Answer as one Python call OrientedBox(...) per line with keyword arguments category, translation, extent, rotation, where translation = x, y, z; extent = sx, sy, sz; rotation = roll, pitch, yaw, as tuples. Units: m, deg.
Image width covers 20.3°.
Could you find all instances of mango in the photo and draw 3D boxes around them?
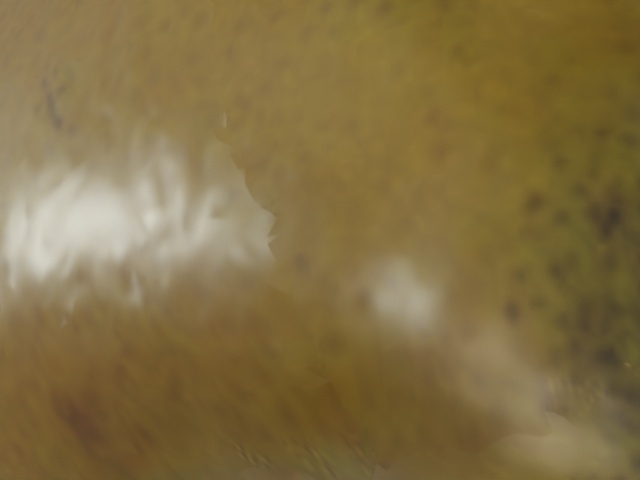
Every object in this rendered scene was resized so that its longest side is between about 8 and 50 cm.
OrientedBox(category="mango", translation=(0.000, 0.000, 0.510), extent=(0.221, 0.263, 0.378), rotation=(19, 168, -27))
